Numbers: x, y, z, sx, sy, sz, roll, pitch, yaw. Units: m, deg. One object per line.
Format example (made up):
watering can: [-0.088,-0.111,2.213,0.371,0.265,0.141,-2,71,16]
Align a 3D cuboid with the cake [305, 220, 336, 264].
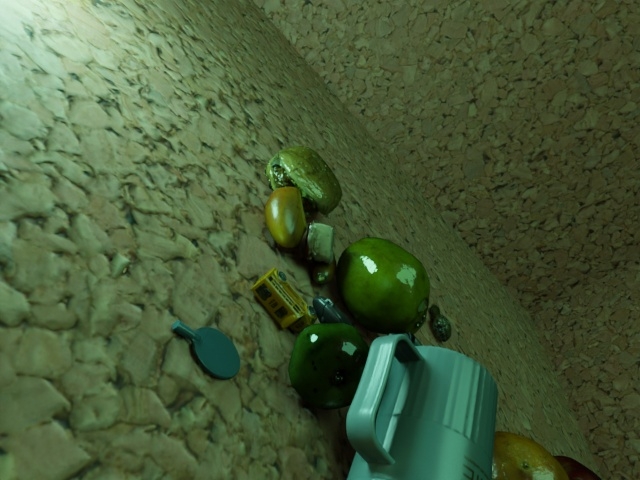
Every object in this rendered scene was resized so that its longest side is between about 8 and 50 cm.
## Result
cake: [-0.003,0.019,1.433,0.220,0.086,0.117,105,-6,-82]

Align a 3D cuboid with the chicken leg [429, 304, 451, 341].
chicken leg: [0.469,0.313,1.929,0.085,0.069,0.198,45,18,-20]

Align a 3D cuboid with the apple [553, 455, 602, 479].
apple: [0.685,0.787,1.392,0.288,0.288,0.317,-35,108,-67]

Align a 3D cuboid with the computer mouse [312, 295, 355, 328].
computer mouse: [0.044,0.217,1.216,0.120,0.057,0.232,40,-12,36]

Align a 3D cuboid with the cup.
cup: [0.183,0.383,0.972,0.331,0.257,0.311,31,48,-3]

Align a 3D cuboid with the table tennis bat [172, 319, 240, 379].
table tennis bat: [-0.208,0.197,0.905,0.155,0.019,0.100,42,26,-26]

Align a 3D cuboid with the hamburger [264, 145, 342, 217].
hamburger: [-0.047,-0.192,1.595,0.259,0.144,0.283,52,29,-8]

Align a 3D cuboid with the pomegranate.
pomegranate: [0.017,0.257,1.063,0.187,0.187,0.225,46,0,-15]

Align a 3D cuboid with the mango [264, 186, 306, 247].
mango: [-0.097,-0.060,1.374,0.217,0.102,0.141,-93,165,-46]

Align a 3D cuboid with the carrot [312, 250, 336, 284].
carrot: [0.017,0.060,1.470,0.271,0.066,0.062,-75,163,-64]

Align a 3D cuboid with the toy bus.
toy bus: [-0.084,0.148,1.137,0.162,0.069,0.074,50,24,-2]

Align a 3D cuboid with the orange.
orange: [0.494,0.636,1.255,0.284,0.284,0.226,-96,-177,-50]

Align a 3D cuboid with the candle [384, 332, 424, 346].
candle: [0.248,0.405,1.255,0.330,0.187,0.187,53,23,-5]

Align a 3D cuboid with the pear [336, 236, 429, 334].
pear: [0.183,0.133,1.432,0.321,0.269,0.269,50,21,25]
